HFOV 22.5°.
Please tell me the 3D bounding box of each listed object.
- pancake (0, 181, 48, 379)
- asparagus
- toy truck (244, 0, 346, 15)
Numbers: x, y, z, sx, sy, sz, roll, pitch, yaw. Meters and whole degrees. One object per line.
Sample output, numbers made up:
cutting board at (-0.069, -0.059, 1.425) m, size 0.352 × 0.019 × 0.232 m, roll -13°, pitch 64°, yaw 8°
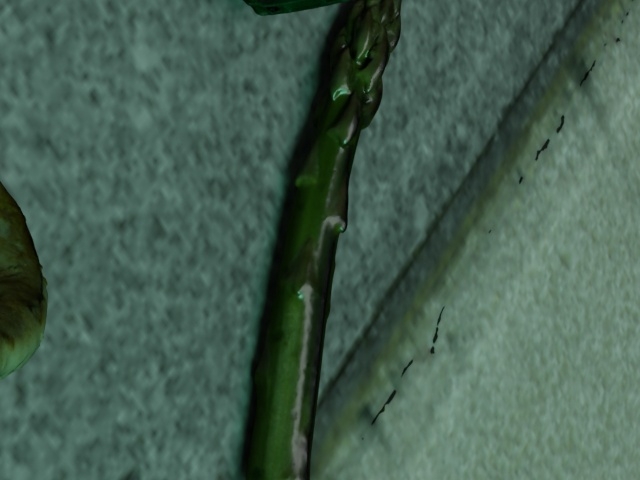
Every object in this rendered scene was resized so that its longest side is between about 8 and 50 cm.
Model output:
pancake at (-0.114, -0.012, 0.421) m, size 0.116 × 0.022 × 0.129 m, roll 60°, pitch 10°, yaw 23°
asparagus at (0.001, 0.000, 0.603) m, size 0.034 × 0.027 × 0.236 m, roll 32°, pitch 64°, yaw -50°
toy truck at (-0.001, -0.158, 0.580) m, size 0.079 × 0.065 × 0.147 m, roll 35°, pitch 62°, yaw -41°
